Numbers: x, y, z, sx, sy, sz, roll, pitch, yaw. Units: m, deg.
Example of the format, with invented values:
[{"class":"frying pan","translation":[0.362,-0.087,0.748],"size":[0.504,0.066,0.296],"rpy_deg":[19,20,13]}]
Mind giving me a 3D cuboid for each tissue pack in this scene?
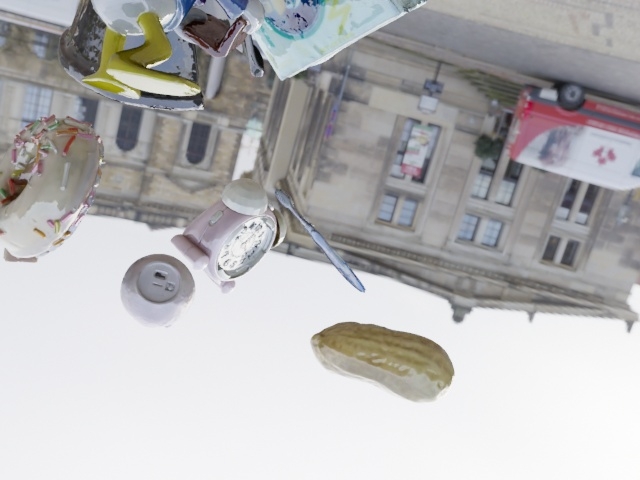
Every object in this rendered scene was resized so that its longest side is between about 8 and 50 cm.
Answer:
[{"class":"tissue pack","translation":[-0.002,-0.541,1.454],"size":[0.388,0.287,0.162],"rpy_deg":[-15,-158,48]}]

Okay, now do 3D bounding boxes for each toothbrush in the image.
[{"class":"toothbrush","translation":[0.000,0.000,2.068],"size":[0.413,0.035,0.042],"rpy_deg":[50,-163,7]}]

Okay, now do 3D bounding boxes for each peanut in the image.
[{"class":"peanut","translation":[0.120,0.241,1.389],"size":[0.306,0.146,0.147],"rpy_deg":[14,-168,16]}]

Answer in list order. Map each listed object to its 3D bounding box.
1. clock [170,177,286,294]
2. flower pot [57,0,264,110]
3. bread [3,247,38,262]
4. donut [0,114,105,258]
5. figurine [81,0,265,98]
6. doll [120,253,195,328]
[{"class":"clock","translation":[-0.274,-0.019,2.190],"size":[0.184,0.326,0.342],"rpy_deg":[45,175,22]},{"class":"flower pot","translation":[-0.281,-0.431,1.216],"size":[0.380,0.251,0.379],"rpy_deg":[7,-140,-6]},{"class":"bread","translation":[-0.832,0.013,1.914],"size":[0.090,0.094,0.035],"rpy_deg":[5,-163,-35]},{"class":"donut","translation":[-0.692,-0.141,1.685],"size":[0.383,0.382,0.142],"rpy_deg":[30,179,46]},{"class":"figurine","translation":[-0.166,-0.348,0.896],"size":[0.205,0.338,0.284],"rpy_deg":[9,-176,34]},{"class":"doll","translation":[-0.338,0.118,1.409],"size":[0.151,0.150,0.287],"rpy_deg":[13,162,-12]}]
